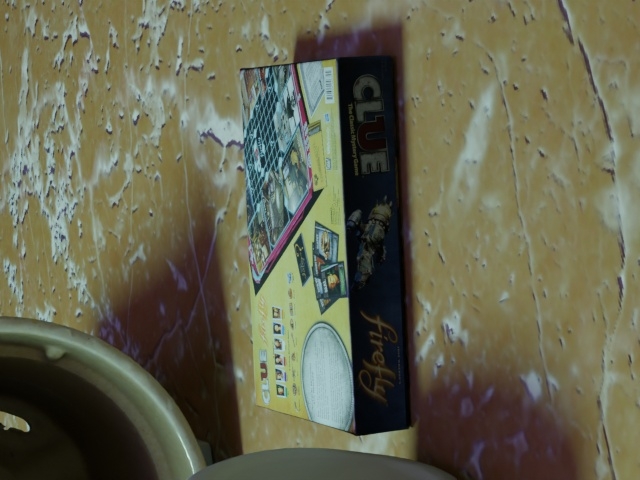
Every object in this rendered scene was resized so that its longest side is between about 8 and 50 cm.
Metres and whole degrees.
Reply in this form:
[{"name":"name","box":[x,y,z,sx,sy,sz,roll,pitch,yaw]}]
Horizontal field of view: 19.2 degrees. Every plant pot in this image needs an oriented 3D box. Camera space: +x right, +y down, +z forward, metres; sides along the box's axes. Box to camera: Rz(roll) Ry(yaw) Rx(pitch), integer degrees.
[{"name":"plant pot","box":[-0.279,0.231,1.586,0.305,0.334,0.333,168,97,-76]}]

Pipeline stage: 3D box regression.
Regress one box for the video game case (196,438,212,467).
[{"name":"video game case","box":[-0.154,0.262,1.677,0.285,0.025,0.204,-176,82,-65]}]

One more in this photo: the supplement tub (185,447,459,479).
[{"name":"supplement tub","box":[0.000,0.300,1.157,0.193,0.194,0.316,-155,64,-62]}]

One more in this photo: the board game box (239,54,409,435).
[{"name":"board game box","box":[0.000,0.000,1.285,0.165,0.042,0.243,-174,80,-65]}]
